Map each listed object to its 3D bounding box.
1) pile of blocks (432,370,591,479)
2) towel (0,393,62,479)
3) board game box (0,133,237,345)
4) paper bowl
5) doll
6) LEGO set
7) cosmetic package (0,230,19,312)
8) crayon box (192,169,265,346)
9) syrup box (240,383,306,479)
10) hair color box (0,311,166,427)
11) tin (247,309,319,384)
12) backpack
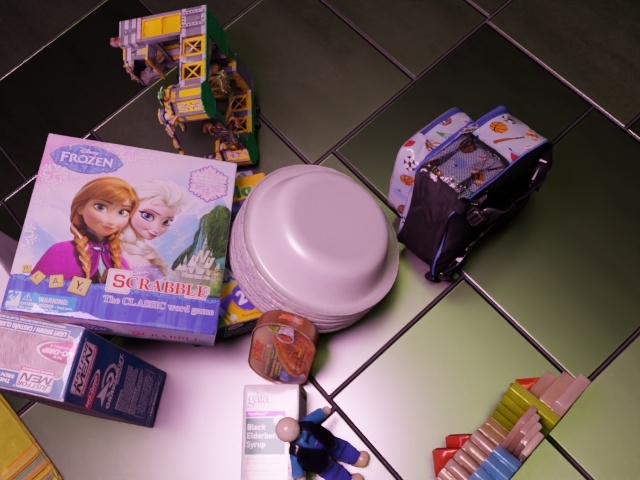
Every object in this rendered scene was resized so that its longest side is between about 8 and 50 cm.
[{"bbox_3d":[0.252,0.313,1.048,0.113,0.149,0.362,39,72,24],"label":"pile of blocks"},{"bbox_3d":[-0.559,0.366,1.210,0.102,0.021,0.237,-43,70,-10],"label":"towel"},{"bbox_3d":[-0.310,-0.004,1.121,0.319,0.066,0.317,8,63,-10],"label":"board game box"},{"bbox_3d":[0.000,0.000,1.152,0.285,0.148,0.284,12,57,-19],"label":"paper bowl"},{"bbox_3d":[-0.002,0.321,1.077,0.046,0.189,0.129,-11,51,44],"label":"doll"},{"bbox_3d":[-0.251,-0.261,1.258,0.192,0.331,0.254,-6,82,13],"label":"LEGO set"},{"bbox_3d":[-0.572,0.090,1.205,0.138,0.224,0.224,-40,70,-7],"label":"cosmetic package"},{"bbox_3d":[-0.169,0.006,1.234,0.203,0.083,0.322,-13,67,-18],"label":"crayon box"},{"bbox_3d":[-0.075,0.355,1.115,0.093,0.096,0.236,-2,70,7],"label":"syrup box"},{"bbox_3d":[-0.384,0.208,1.072,0.174,0.347,0.105,8,71,10],"label":"hair color box"},{"bbox_3d":[-0.062,0.178,1.133,0.106,0.189,0.040,15,51,-1],"label":"tin"},{"bbox_3d":[0.254,-0.098,1.172,0.264,0.276,0.213,-30,70,-18],"label":"backpack"}]
